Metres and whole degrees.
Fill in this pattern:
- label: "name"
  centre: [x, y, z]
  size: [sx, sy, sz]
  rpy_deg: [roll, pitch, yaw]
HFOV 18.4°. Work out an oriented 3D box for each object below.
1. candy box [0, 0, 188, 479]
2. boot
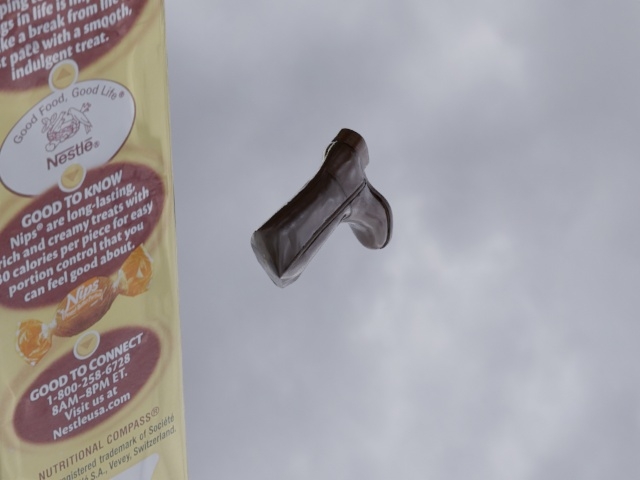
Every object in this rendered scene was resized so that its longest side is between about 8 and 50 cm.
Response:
- label: "candy box"
  centre: [-0.136, -0.006, 0.699]
  size: [0.088, 0.316, 0.183]
  rpy_deg: [-28, -135, -34]
- label: "boot"
  centre: [0.000, 0.000, 1.276]
  size: [0.037, 0.106, 0.114]
  rpy_deg: [10, -131, 32]
